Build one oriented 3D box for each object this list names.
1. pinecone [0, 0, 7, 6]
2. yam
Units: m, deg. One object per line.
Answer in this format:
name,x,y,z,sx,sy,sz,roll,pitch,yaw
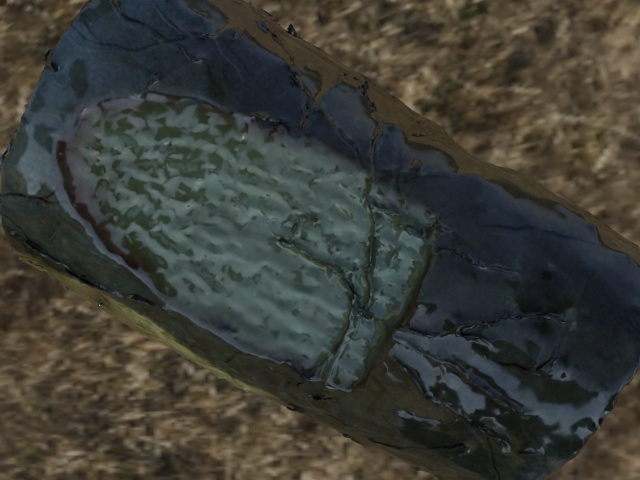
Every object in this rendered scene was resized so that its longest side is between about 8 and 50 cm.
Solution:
pinecone,-0.247,-0.212,0.937,0.272,0.224,0.224,-35,104,-5
yam,0.000,0.000,0.683,0.254,0.154,0.154,28,68,-2
